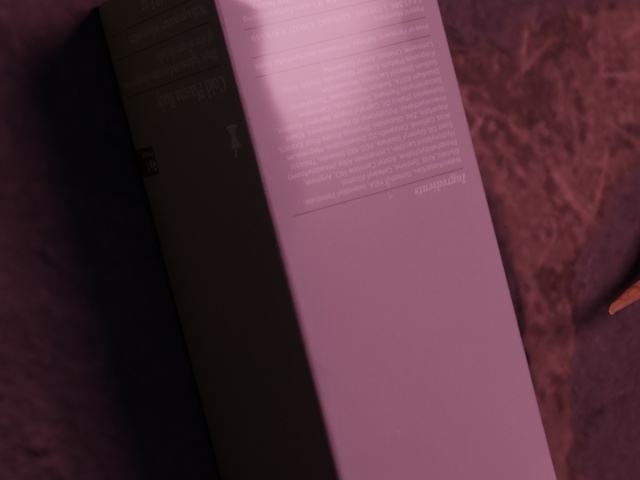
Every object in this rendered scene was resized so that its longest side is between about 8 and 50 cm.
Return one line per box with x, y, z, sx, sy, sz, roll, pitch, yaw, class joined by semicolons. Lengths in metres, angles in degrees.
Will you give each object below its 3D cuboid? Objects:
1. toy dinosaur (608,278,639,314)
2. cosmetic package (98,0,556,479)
0.195;-0.049;0.814;0.112;0.064;0.212;11;73;-7;toy dinosaur
0.000;0.000;0.671;0.107;0.127;0.238;-13;92;-26;cosmetic package
